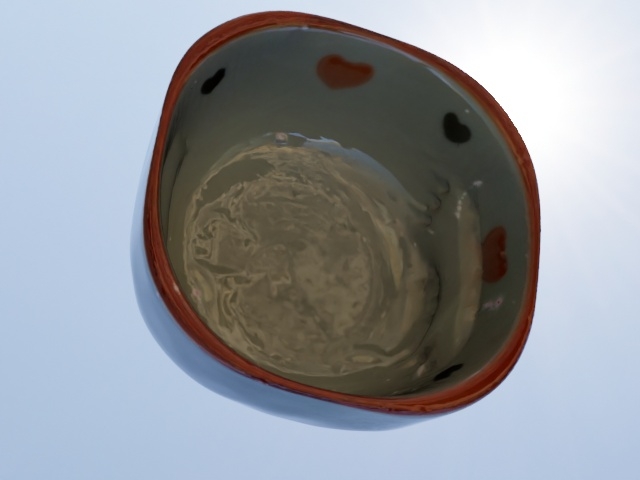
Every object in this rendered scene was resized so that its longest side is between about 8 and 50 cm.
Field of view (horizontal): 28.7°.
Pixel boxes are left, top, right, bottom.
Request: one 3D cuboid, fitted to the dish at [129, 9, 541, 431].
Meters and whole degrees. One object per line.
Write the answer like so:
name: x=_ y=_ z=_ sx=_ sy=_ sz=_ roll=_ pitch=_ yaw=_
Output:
dish: x=0.000 y=0.000 z=0.739 sx=0.256 sy=0.117 sz=0.256 roll=9 pitch=-116 yaw=-19
